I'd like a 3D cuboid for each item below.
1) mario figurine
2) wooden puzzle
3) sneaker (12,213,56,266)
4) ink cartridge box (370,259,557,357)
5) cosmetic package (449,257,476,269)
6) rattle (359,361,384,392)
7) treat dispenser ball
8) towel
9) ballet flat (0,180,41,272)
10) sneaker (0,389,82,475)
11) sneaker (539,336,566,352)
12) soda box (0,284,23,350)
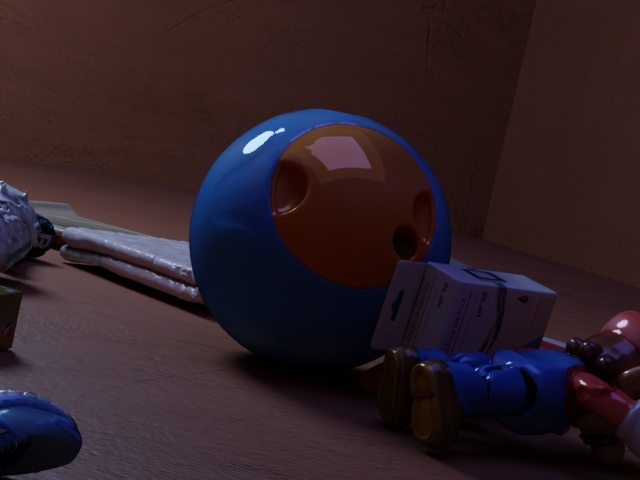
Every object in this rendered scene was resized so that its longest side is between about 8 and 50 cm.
[{"bbox_3d":[0.225,0.172,1.399,0.320,0.170,0.198,0,43,-20],"label":"mario figurine"},{"bbox_3d":[-0.358,-0.008,2.213,0.238,0.044,0.221,20,7,24],"label":"wooden puzzle"},{"bbox_3d":[-0.394,-0.009,1.908,0.121,0.079,0.217,18,6,-34],"label":"sneaker"},{"bbox_3d":[0.150,0.085,1.498,0.180,0.104,0.060,8,15,-36],"label":"ink cartridge box"},{"bbox_3d":[0.131,0.053,2.063,0.284,0.097,0.377,24,5,-3],"label":"cosmetic package"},{"bbox_3d":[0.144,0.111,1.591,0.199,0.143,0.130,16,20,-37],"label":"rattle"},{"bbox_3d":[0.000,0.000,1.582,0.288,0.288,0.288,12,5,-1],"label":"treat dispenser ball"},{"bbox_3d":[-0.147,0.049,2.010,0.317,0.053,0.332,16,6,42],"label":"towel"},{"bbox_3d":[-0.541,-0.043,1.712,0.409,0.147,0.147,12,5,2],"label":"ballet flat"},{"bbox_3d":[-0.221,0.140,0.911,0.162,0.063,0.073,2,28,-41],"label":"sneaker"},{"bbox_3d":[0.229,0.140,1.737,0.221,0.087,0.128,10,4,-8],"label":"sneaker"},{"bbox_3d":[-0.377,0.055,1.359,0.181,0.058,0.061,13,5,17],"label":"soda box"}]
